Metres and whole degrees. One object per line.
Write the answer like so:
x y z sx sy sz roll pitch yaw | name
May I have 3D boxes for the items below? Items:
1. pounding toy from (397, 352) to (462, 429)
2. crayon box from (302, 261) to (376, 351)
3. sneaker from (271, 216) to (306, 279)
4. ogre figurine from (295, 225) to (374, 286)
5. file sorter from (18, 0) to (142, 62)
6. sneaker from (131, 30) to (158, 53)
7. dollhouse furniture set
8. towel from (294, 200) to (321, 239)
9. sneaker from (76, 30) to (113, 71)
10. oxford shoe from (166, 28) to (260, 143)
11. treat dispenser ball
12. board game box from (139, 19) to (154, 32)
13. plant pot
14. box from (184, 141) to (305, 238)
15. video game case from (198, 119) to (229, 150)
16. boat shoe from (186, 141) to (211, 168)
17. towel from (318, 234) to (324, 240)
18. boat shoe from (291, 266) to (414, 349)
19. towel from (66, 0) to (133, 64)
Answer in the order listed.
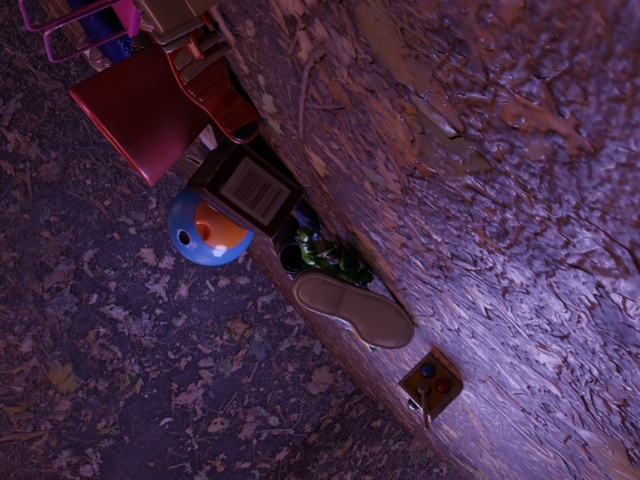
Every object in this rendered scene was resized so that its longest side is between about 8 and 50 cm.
0.256 0.363 1.472 0.130 0.141 0.100 43 168 27 | pounding toy
0.074 0.161 1.652 0.165 0.081 0.278 39 166 44 | crayon box
-0.054 0.076 1.713 0.296 0.104 0.147 60 -174 -34 | sneaker
0.026 0.050 1.438 0.196 0.097 0.118 17 156 -3 | ogre figurine
-0.457 -0.482 1.052 0.291 0.182 0.202 62 162 -9 | file sorter
-0.430 -0.476 1.465 0.158 0.065 0.061 44 169 20 | sneaker
-0.213 -0.374 0.891 0.262 0.135 0.259 57 178 -36 | dollhouse furniture set
-0.029 -0.048 1.468 0.067 0.029 0.119 44 168 23 | towel
-0.688 -0.601 2.025 0.152 0.114 0.305 40 -177 -46 | sneaker
-0.216 -0.299 1.163 0.098 0.096 0.271 46 171 46 | oxford shoe
-0.361 -0.060 2.055 0.288 0.288 0.288 46 169 11 | treat dispenser ball
-0.353 -0.477 1.202 0.193 0.045 0.147 34 162 52 | board game box
-0.376 -0.300 1.386 0.275 0.243 0.275 46 169 11 | plant pot
-0.193 -0.122 1.488 0.191 0.143 0.381 37 172 -18 | box
-0.326 -0.332 1.620 0.210 0.042 0.232 46 169 9 | video game case
-0.351 -0.235 1.977 0.226 0.075 0.083 39 166 43 | boat shoe
0.000 0.000 1.575 0.060 0.009 0.083 38 165 47 | towel
0.074 0.146 1.401 0.319 0.116 0.099 28 -173 -21 | boat shoe
-0.566 -0.560 1.719 0.308 0.076 0.228 42 165 24 | towel
